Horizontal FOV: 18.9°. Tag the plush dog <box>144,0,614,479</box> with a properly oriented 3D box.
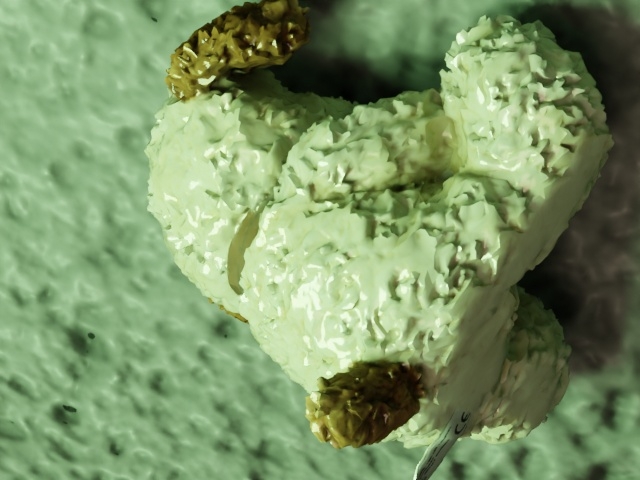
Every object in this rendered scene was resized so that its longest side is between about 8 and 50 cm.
[{"bbox_3d":[0.000,0.000,0.996,0.225,0.211,0.262,32,139,30],"label":"plush dog"}]
